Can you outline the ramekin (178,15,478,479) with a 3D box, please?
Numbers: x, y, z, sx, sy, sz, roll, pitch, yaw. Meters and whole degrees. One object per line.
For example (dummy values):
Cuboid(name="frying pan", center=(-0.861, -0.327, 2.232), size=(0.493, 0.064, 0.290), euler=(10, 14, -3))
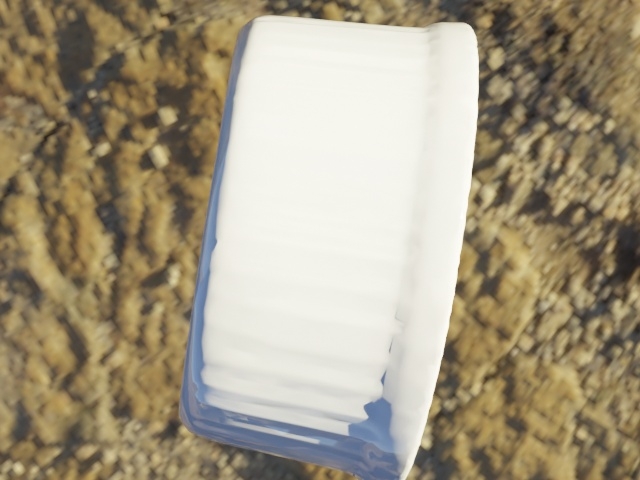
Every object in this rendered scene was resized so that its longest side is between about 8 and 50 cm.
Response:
Cuboid(name="ramekin", center=(0.000, 0.000, 1.049), size=(0.135, 0.277, 0.277), euler=(9, 112, -2))
